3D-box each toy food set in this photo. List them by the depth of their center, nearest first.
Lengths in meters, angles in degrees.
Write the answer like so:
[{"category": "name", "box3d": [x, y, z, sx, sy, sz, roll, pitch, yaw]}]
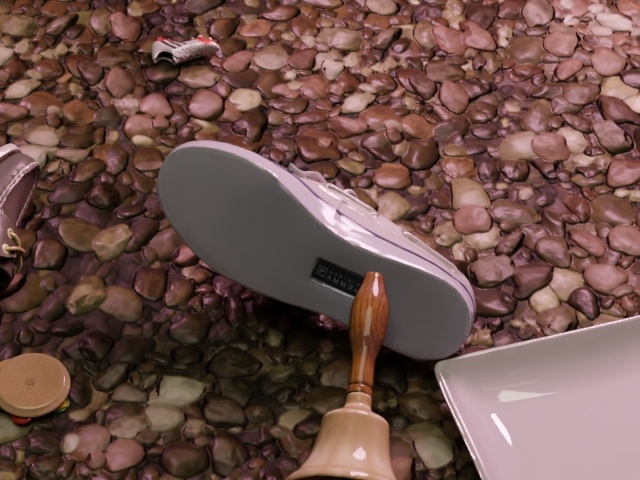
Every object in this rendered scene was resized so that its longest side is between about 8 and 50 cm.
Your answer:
[{"category": "toy food set", "box3d": [-0.300, 0.152, 1.911, 0.083, 0.020, 0.082, -9, 51, -11]}]

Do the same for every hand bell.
[{"category": "hand bell", "box3d": [0.041, 0.142, 1.830, 0.126, 0.126, 0.242, 7, 63, 4]}]

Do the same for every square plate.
[{"category": "square plate", "box3d": [0.327, 0.229, 1.853, 0.347, 0.049, 0.344, -12, 51, -12]}]

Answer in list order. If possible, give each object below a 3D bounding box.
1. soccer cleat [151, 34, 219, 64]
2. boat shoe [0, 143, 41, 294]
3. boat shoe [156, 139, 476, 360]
[{"category": "soccer cleat", "box3d": [-0.164, -0.227, 2.231, 0.083, 0.029, 0.035, 2, 59, 4]}, {"category": "boat shoe", "box3d": [-0.368, 0.029, 1.958, 0.091, 0.109, 0.305, 20, 58, 13]}, {"category": "boat shoe", "box3d": [0.005, -0.007, 1.974, 0.367, 0.136, 0.156, 25, 18, 3]}]
